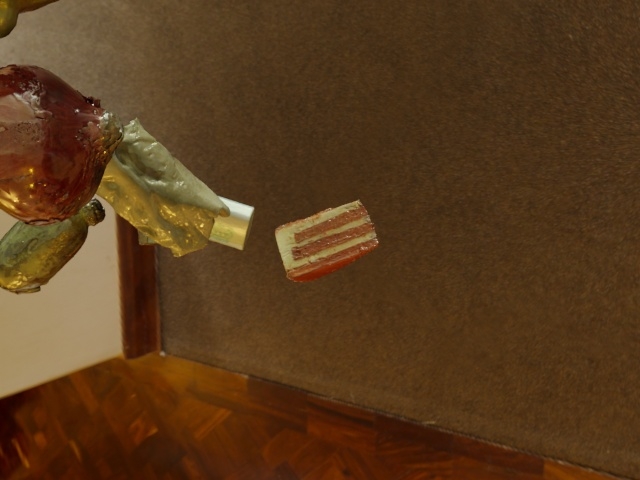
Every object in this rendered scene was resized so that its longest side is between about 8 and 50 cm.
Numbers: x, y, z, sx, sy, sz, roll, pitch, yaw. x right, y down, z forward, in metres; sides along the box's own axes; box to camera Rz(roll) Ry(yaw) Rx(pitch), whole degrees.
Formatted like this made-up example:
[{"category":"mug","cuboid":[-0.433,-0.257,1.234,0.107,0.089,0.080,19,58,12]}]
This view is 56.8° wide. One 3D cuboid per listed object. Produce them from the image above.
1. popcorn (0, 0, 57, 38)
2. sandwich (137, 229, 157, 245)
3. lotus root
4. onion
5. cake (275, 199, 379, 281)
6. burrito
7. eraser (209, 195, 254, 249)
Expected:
[{"category":"popcorn","cuboid":[-0.391,-0.353,0.572,0.321,0.326,0.289,-121,38,-55]},{"category":"sandwich","cuboid":[-0.550,-0.028,1.914,0.036,0.105,0.093,-5,84,15]},{"category":"lotus root","cuboid":[-0.657,-0.003,1.420,0.309,0.173,0.173,-42,73,1]},{"category":"onion","cuboid":[-0.288,-0.109,0.634,0.147,0.184,0.183,-17,88,4]},{"category":"cake","cuboid":[0.000,0.000,1.565,0.262,0.160,0.158,-32,73,42]},{"category":"burrito","cuboid":[-0.367,-0.111,1.353,0.332,0.190,0.135,42,163,-16]},{"category":"eraser","cuboid":[-0.376,-0.079,1.974,0.290,0.104,0.189,17,138,-3]}]
